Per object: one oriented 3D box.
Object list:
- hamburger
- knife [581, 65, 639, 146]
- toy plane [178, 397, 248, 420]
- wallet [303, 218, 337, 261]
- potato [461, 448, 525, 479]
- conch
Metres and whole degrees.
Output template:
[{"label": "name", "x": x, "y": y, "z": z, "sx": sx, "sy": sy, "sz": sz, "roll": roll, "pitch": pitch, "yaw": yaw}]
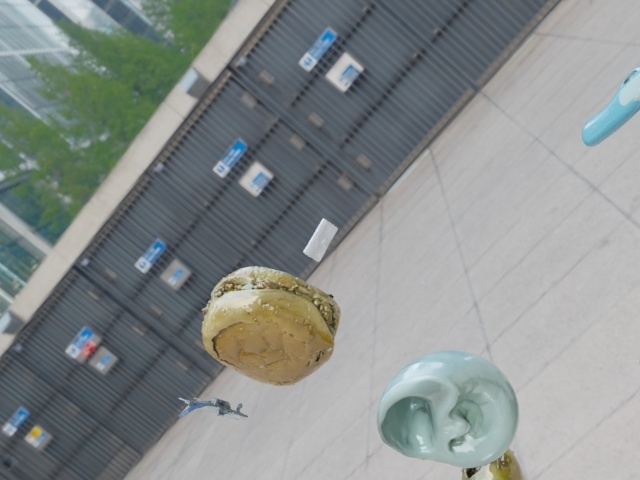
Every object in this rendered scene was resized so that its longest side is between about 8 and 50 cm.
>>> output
[{"label": "hamburger", "x": -0.079, "y": 0.131, "z": 1.075, "sx": 0.214, "sy": 0.214, "sz": 0.108, "roll": -45, "pitch": 25, "yaw": 40}, {"label": "knife", "x": 0.485, "y": -0.213, "z": 1.147, "sx": 0.222, "sy": 0.031, "sz": 0.064, "roll": 106, "pitch": 160, "yaw": -72}, {"label": "toy plane", "x": -0.118, "y": 0.191, "z": 0.795, "sx": 0.078, "sy": 0.084, "sz": 0.024, "roll": 4, "pitch": 83, "yaw": 61}, {"label": "wallet", "x": 0.000, "y": 0.000, "z": 1.445, "sx": 0.011, "sy": 0.044, "sz": 0.083, "roll": 16, "pitch": 74, "yaw": 59}, {"label": "potato", "x": 0.367, "y": 0.556, "z": 1.456, "sx": 0.140, "sy": 0.300, "sz": 0.173, "roll": -10, "pitch": 5, "yaw": 33}, {"label": "conch", "x": 0.170, "y": 0.230, "z": 0.965, "sx": 0.185, "sy": 0.221, "sz": 0.121, "roll": -42, "pitch": 31, "yaw": -1}]
